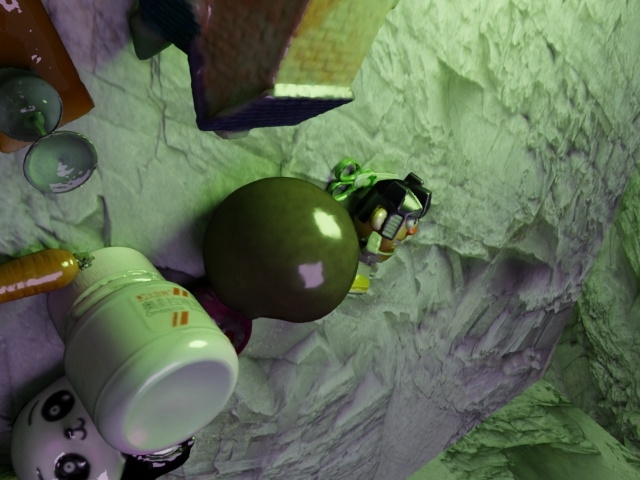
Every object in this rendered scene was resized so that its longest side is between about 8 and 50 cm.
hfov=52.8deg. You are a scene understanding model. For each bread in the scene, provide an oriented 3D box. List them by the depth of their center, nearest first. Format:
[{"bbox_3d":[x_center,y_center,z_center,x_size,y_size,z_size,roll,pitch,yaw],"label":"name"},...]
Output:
[{"bbox_3d":[-0.403,-0.277,0.747,0.138,0.077,0.361,-33,142,-18],"label":"bread"}]

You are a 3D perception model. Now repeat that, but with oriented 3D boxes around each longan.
[{"bbox_3d":[-0.073,0.020,1.211,0.297,0.297,0.297,-27,140,-26],"label":"longan"}]

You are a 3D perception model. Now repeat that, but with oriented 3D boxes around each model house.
[{"bbox_3d":[-0.100,-0.292,0.854,0.245,0.312,0.280,-21,144,-55],"label":"model house"}]

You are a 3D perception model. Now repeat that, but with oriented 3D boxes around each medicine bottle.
[{"bbox_3d":[-0.307,0.173,1.082,0.241,0.302,0.241,-28,141,-26],"label":"medicine bottle"}]

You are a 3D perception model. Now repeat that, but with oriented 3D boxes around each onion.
[{"bbox_3d":[-0.221,0.176,1.309,0.177,0.153,0.177,5,82,-37],"label":"onion"}]

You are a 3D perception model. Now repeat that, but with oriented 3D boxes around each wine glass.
[{"bbox_3d":[-0.323,-0.134,0.731,0.079,0.195,0.079,-25,139,-24],"label":"wine glass"}]

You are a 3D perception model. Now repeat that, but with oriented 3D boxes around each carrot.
[{"bbox_3d":[-0.513,0.077,0.985,0.336,0.069,0.069,-20,137,-28],"label":"carrot"}]

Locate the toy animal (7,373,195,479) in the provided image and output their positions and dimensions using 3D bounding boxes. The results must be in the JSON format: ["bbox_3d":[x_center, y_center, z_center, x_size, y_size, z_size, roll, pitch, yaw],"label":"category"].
[{"bbox_3d":[-0.419,0.371,1.220,0.310,0.251,0.251,-2,125,-36],"label":"toy animal"}]

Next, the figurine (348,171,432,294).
[{"bbox_3d":[0.132,-0.026,1.458,0.143,0.308,0.308,22,112,-10],"label":"figurine"}]

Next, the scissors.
[{"bbox_3d":[0.104,-0.139,1.443,0.204,0.027,0.101,-9,133,-42],"label":"scissors"}]

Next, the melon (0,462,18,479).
[{"bbox_3d":[-0.644,0.496,1.213,0.169,0.129,0.265,-26,142,-62],"label":"melon"}]
